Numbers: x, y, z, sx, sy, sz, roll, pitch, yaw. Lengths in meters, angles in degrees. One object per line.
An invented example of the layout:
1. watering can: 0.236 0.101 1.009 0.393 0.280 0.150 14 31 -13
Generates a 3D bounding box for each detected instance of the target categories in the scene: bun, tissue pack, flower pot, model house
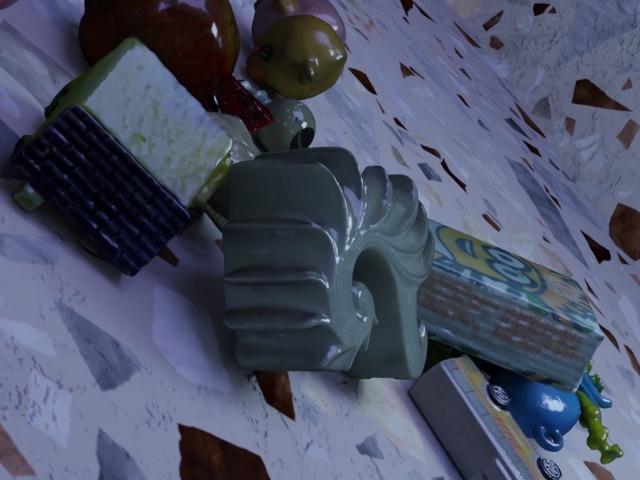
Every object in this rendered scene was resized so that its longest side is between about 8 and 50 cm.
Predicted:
1. bun: -0.131 -0.107 1.580 0.183 0.102 0.183 40 -5 4
2. tissue pack: 0.234 0.083 1.862 0.311 0.128 0.228 22 17 -6
3. flower pot: 0.022 0.035 1.527 0.367 0.164 0.254 13 76 -61
4. model house: -0.230 -0.068 1.398 0.194 0.170 0.211 48 47 -20

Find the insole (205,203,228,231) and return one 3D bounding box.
1. insole: -0.168 -0.079 1.675 0.253 0.005 0.086 49 21 0

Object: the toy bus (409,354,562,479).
1. toy bus: 0.228 0.280 1.719 0.106 0.092 0.268 0 51 -53

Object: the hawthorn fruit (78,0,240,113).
1. hawthorn fruit: -0.199 -0.258 1.699 0.248 0.208 0.208 55 14 -33

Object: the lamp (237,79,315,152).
1. lamp: -0.081 -0.195 1.972 0.163 0.091 0.091 39 14 27

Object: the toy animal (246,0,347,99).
1. toy animal: -0.037 -0.325 2.169 0.281 0.169 0.195 -88 167 -59

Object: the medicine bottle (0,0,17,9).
1. medicine bottle: -0.430 -0.338 1.416 0.147 0.147 0.247 54 21 16

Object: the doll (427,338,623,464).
1. doll: 0.282 0.199 1.967 0.346 0.099 0.341 17 27 -27

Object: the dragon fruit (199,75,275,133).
1. dragon fruit: -0.137 -0.200 1.866 0.162 0.083 0.106 42 6 8
